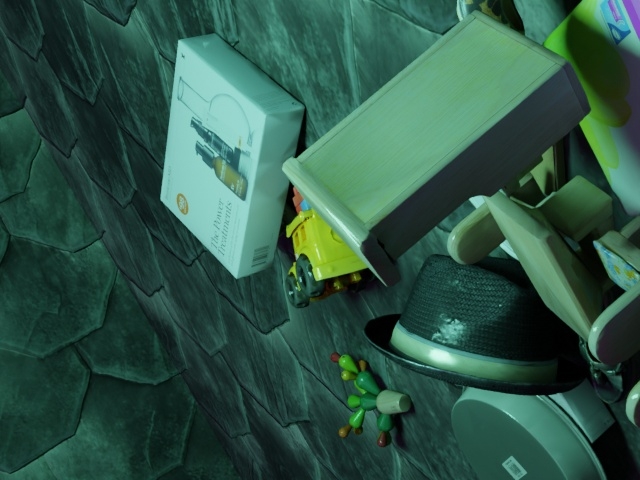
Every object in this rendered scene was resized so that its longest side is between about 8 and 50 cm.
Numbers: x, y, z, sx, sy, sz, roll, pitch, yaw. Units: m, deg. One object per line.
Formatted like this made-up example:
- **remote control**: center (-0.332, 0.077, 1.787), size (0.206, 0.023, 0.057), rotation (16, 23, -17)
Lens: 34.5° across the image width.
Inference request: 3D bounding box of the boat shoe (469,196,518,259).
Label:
- **boat shoe**: center (0.256, -0.044, 1.387), size (0.184, 0.066, 0.063), rotation (56, 168, 2)

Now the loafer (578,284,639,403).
- **loafer**: center (0.370, 0.120, 1.347), size (0.096, 0.084, 0.267), rotation (36, 146, 41)

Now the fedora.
- **fedora**: center (0.223, 0.102, 1.462), size (0.334, 0.334, 0.152), rotation (19, 104, 55)

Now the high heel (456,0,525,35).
- **high heel**: center (0.230, -0.298, 1.112), size (0.186, 0.093, 0.261), rotation (-26, 107, 21)

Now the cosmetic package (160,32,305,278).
- **cosmetic package**: center (-0.179, -0.159, 1.968), size (0.284, 0.098, 0.377), rotation (44, 137, 35)

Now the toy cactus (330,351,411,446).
- **toy cactus**: center (0.103, 0.324, 2.073), size (0.181, 0.112, 0.218), rotation (-9, 100, 54)

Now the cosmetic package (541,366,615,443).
- **cosmetic package**: center (0.339, 0.260, 1.583), size (0.099, 0.060, 0.239), rotation (55, 156, -2)

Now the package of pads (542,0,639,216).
- **package of pads**: center (0.340, -0.152, 0.994), size (0.296, 0.101, 0.229), rotation (121, 125, -82)

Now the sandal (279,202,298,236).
- **sandal**: center (-0.096, -0.040, 2.055), size (0.240, 0.079, 0.088), rotation (32, 144, 46)

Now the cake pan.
- **cake pan**: center (0.311, 0.331, 1.585), size (0.293, 0.054, 0.293), rotation (41, 152, 27)

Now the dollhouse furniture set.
- **dollhouse furniture set**: center (0.186, 0.003, 1.096), size (0.394, 0.256, 0.362), rotation (52, 178, -40)

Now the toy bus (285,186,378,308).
- **toy bus**: center (0.000, 0.000, 1.865), size (0.220, 0.150, 0.211), rotation (133, 119, -67)

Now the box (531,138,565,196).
- **box**: center (0.247, -0.168, 1.341), size (0.164, 0.021, 0.201), rotation (32, 144, 46)
